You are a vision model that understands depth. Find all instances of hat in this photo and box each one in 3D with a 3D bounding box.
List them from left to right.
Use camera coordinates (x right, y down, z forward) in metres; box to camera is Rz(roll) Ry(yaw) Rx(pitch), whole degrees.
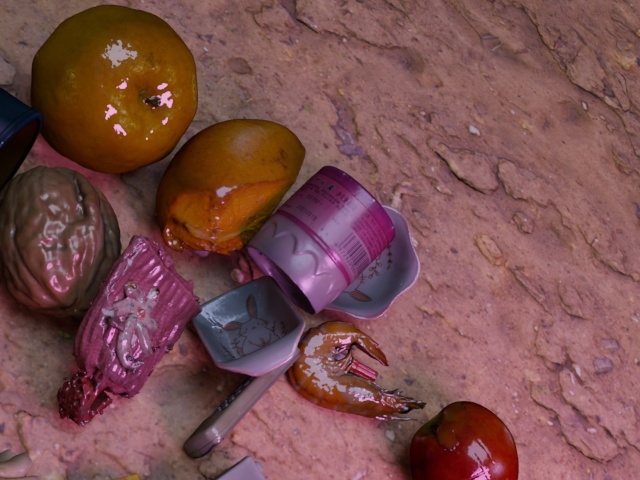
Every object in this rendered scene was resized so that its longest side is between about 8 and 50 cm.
[{"bbox_3d":[-0.285,0.150,1.581,0.107,0.237,0.286,20,68,32],"label":"hat"}]

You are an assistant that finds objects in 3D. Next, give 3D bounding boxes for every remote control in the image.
[{"bbox_3d":[-0.121,0.247,1.670,0.038,0.098,0.233,49,50,-3],"label":"remote control"}]

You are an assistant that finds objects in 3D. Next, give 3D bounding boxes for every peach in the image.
[{"bbox_3d":[0.240,0.373,1.756,0.197,0.197,0.197,15,56,-23],"label":"peach"}]

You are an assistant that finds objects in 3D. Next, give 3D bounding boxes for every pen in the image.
[{"bbox_3d":[-0.007,0.183,1.824,0.239,0.028,0.028,28,52,-13],"label":"pen"}]

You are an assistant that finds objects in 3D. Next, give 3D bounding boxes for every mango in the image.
[{"bbox_3d":[-0.137,-0.109,1.824,0.199,0.201,0.350,63,38,-19],"label":"mango"}]

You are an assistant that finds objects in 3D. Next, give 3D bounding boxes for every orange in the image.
[{"bbox_3d":[-0.338,-0.246,1.741,0.279,0.235,0.279,-16,114,-39],"label":"orange"}]

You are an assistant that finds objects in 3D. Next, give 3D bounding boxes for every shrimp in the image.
[{"bbox_3d":[0.063,0.229,1.797,0.248,0.068,0.150,29,78,-10],"label":"shrimp"}]

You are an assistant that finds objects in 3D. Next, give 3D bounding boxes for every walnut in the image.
[{"bbox_3d":[-0.393,0.000,1.600,0.198,0.198,0.245,3,62,-30],"label":"walnut"}]

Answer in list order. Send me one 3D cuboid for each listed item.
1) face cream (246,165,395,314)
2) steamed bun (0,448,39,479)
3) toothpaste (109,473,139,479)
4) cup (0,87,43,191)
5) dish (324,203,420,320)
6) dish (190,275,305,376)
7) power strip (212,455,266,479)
[{"bbox_3d":[0.000,0.000,1.776,0.195,0.175,0.175,-44,89,-14],"label":"face cream"},{"bbox_3d":[-0.482,0.359,1.345,0.247,0.189,0.428,-9,52,10],"label":"steamed bun"},{"bbox_3d":[-0.339,0.369,1.502,0.178,0.043,0.037,-7,65,-34],"label":"toothpaste"},{"bbox_3d":[-0.611,-0.147,1.559,0.292,0.308,0.242,37,18,-6],"label":"cup"},{"bbox_3d":[0.062,0.038,1.899,0.229,0.081,0.229,0,73,-1],"label":"dish"},{"bbox_3d":[-0.105,0.152,1.683,0.154,0.234,0.064,-25,118,-10],"label":"dish"},{"bbox_3d":[-0.217,0.421,1.514,0.385,0.091,0.062,-30,82,-40],"label":"power strip"}]
